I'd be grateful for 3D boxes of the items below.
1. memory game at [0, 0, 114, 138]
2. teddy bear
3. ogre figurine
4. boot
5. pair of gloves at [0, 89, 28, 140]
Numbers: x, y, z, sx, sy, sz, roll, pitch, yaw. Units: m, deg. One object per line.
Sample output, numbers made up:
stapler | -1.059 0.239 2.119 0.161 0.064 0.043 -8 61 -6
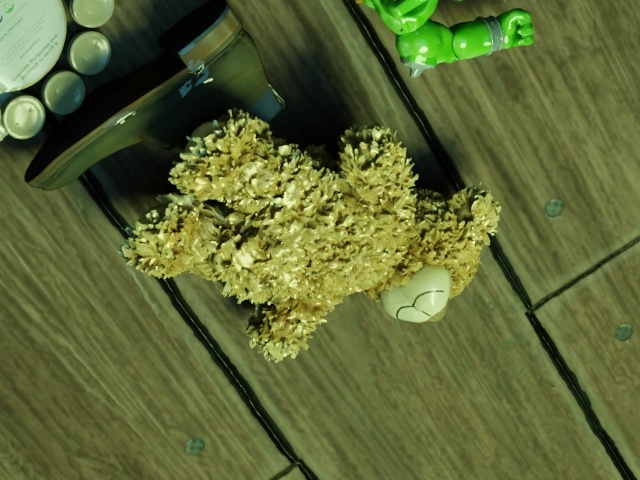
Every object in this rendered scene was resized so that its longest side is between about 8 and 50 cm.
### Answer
memory game | -0.247 -0.168 1.347 0.186 0.012 0.186 -11 113 -28
teddy bear | 0.000 0.000 1.437 0.245 0.113 0.338 -46 132 11
ogre figurine | 0.089 -0.224 1.408 0.118 0.097 0.197 -35 132 -13
boot | -0.132 -0.089 1.406 0.219 0.082 0.106 -39 117 0
pair of gloves | -0.375 -0.096 1.346 0.240 0.042 0.204 -38 120 3
